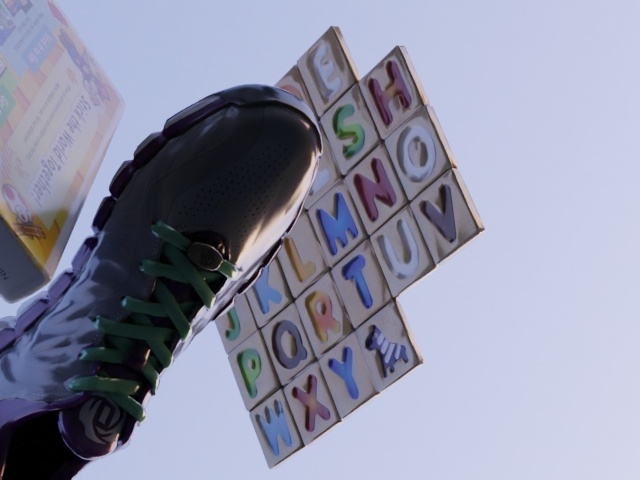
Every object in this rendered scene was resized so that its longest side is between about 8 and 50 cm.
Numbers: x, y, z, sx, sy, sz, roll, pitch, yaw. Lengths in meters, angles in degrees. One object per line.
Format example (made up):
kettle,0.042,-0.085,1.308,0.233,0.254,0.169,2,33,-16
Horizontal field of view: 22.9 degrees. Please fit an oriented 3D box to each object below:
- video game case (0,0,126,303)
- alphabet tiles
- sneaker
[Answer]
video game case,-0.161,-0.102,0.664,0.026,0.227,0.206,-30,-71,12
alphabet tiles,0.000,0.000,0.927,0.009,0.198,0.237,-5,-26,-40
sneaker,-0.072,0.038,0.662,0.083,0.098,0.223,31,-67,-31
